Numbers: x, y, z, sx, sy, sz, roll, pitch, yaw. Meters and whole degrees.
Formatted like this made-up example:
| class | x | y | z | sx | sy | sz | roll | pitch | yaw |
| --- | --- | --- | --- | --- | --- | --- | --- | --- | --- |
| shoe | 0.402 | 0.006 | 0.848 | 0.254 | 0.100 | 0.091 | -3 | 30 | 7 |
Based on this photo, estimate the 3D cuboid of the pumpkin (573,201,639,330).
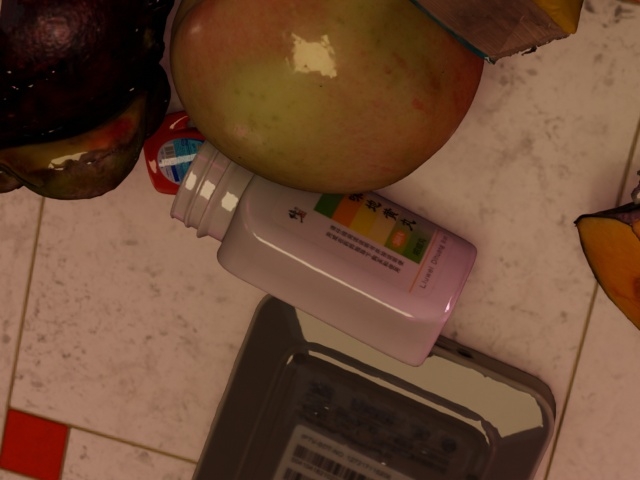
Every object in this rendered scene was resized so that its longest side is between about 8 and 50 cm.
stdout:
| class | x | y | z | sx | sy | sz | roll | pitch | yaw |
| --- | --- | --- | --- | --- | --- | --- | --- | --- | --- |
| pumpkin | 0.412 | 0.041 | 1.766 | 0.148 | 0.169 | 0.312 | -43 | 107 | -13 |

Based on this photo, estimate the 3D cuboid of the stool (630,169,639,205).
| class | x | y | z | sx | sy | sz | roll | pitch | yaw |
| --- | --- | --- | --- | --- | --- | --- | --- | --- | --- |
| stool | 0.392 | -0.212 | 1.675 | 0.269 | 0.170 | 0.244 | -25 | 95 | 18 |

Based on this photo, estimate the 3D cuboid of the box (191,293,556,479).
| class | x | y | z | sx | sy | sz | roll | pitch | yaw |
| --- | --- | --- | --- | --- | --- | --- | --- | --- | --- |
| box | 0.049 | 0.266 | 1.907 | 0.367 | 0.090 | 0.373 | 23 | 108 | 7 |

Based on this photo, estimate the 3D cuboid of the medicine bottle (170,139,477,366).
| class | x | y | z | sx | sy | sz | roll | pitch | yaw |
| --- | --- | --- | --- | --- | --- | --- | --- | --- | --- |
| medicine bottle | 0.000 | 0.000 | 1.799 | 0.324 | 0.179 | 0.124 | 27 | 128 | 4 |

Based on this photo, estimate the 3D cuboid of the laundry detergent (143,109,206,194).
| class | x | y | z | sx | sy | sz | roll | pitch | yaw |
| --- | --- | --- | --- | --- | --- | --- | --- | --- | --- |
| laundry detergent | -0.119 | -0.108 | 1.884 | 0.165 | 0.049 | 0.097 | -10 | 104 | 12 |

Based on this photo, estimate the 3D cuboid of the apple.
| class | x | y | z | sx | sy | sz | roll | pitch | yaw |
| --- | --- | --- | --- | --- | --- | --- | --- | --- | --- |
| apple | 0.013 | -0.196 | 1.698 | 0.319 | 0.319 | 0.277 | -38 | 111 | 18 |

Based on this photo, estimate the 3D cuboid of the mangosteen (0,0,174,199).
| class | x | y | z | sx | sy | sz | roll | pitch | yaw |
| --- | --- | --- | --- | --- | --- | --- | --- | --- | --- |
| mangosteen | -0.330 | -0.240 | 1.725 | 0.381 | 0.381 | 0.421 | -1 | 98 | 13 |

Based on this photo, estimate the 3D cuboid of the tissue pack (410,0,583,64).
| class | x | y | z | sx | sy | sz | roll | pitch | yaw |
| --- | --- | --- | --- | --- | --- | --- | --- | --- | --- |
| tissue pack | 0.178 | -0.337 | 1.570 | 0.192 | 0.271 | 0.134 | 33 | 151 | -34 |
